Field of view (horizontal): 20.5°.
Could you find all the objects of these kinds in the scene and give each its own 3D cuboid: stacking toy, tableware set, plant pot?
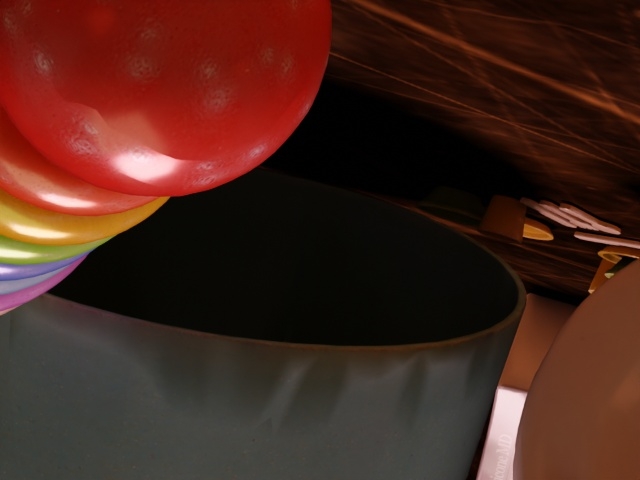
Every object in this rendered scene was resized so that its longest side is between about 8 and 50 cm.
[{"bbox_3d":[-0.089,-0.049,0.562,0.141,0.141,0.330,19,167,-23],"label":"stacking toy"},{"bbox_3d":[0.122,0.006,0.896,0.104,0.024,0.154,11,173,42],"label":"tableware set"},{"bbox_3d":[-0.067,0.107,0.873,0.293,0.235,0.293,10,-164,-3],"label":"plant pot"}]

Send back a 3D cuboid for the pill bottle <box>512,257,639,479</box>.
[{"bbox_3d":[0.259,0.132,0.827,0.204,0.204,0.361,11,172,39],"label":"pill bottle"}]

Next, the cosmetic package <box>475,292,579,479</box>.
[{"bbox_3d":[0.233,0.137,1.205,0.238,0.107,0.127,12,133,9],"label":"cosmetic package"}]
